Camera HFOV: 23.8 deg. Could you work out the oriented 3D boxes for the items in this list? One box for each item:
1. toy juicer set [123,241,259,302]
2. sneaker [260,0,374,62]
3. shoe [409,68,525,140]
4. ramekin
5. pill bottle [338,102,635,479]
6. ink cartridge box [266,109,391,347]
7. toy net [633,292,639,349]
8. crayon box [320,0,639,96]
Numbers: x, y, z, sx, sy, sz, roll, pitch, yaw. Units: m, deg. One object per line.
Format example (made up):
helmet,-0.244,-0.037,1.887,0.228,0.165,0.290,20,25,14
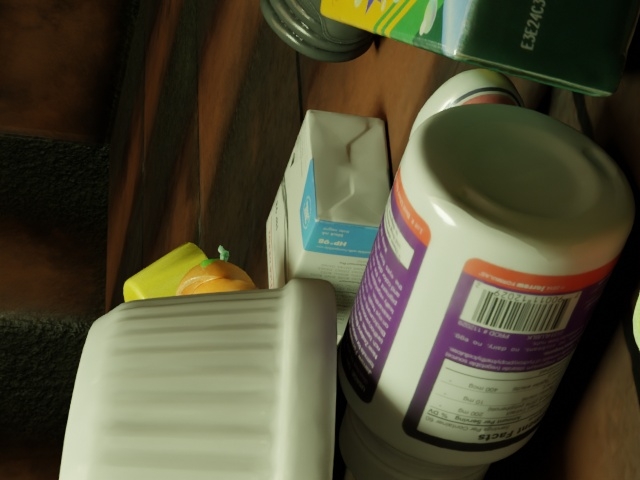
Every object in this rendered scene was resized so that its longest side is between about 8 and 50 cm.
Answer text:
toy juicer set,-0.025,0.150,1.128,0.209,0.089,0.329,-16,98,65
sneaker,-0.004,-0.262,1.168,0.147,0.104,0.296,119,150,-47
shoe,0.078,-0.002,0.825,0.081,0.063,0.178,-104,21,-44
ramekin,-0.065,0.150,0.798,0.273,0.127,0.273,-175,90,-88
pill bottle,0.069,0.040,0.733,0.108,0.108,0.193,-99,20,-47
ink cartridge box,0.000,0.000,1.143,0.180,0.060,0.104,113,158,-51
toy net,0.127,0.080,0.608,0.122,0.045,0.232,-106,26,-57
crayon box,0.083,-0.197,0.785,0.323,0.083,0.203,-135,59,-74
